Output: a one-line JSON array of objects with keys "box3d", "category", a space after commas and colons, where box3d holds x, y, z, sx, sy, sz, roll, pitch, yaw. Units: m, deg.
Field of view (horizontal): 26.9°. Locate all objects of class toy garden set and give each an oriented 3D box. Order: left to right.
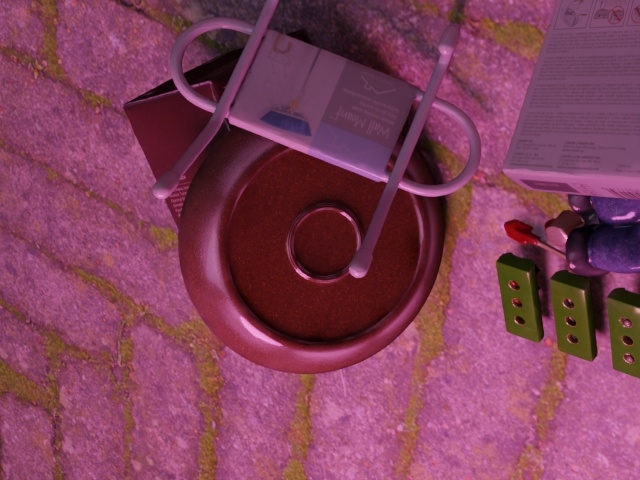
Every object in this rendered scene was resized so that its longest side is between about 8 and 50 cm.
[{"box3d": [0.299, 0.045, 1.401, 0.244, 0.049, 0.203, 19, 139, 35], "category": "toy garden set"}]

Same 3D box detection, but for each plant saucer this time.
[{"box3d": [0.000, 0.000, 1.473, 0.310, 0.311, 0.050, 67, 168, -14], "category": "plant saucer"}]

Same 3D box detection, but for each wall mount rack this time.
[{"box3d": [-0.010, -0.118, 1.361, 0.350, 0.304, 0.130, 21, 161, 3], "category": "wall mount rack"}]

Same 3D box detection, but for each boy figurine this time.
[{"box3d": [0.354, -0.027, 1.187, 0.285, 0.092, 0.177, -4, 80, 44], "category": "boy figurine"}]

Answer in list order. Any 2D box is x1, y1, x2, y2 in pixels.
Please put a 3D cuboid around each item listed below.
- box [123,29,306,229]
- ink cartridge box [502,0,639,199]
[{"box3d": [-0.088, -0.110, 1.570, 0.167, 0.168, 0.203, -8, 111, 46], "category": "box"}, {"box3d": [0.280, -0.154, 1.216, 0.066, 0.232, 0.189, 30, 166, -38], "category": "ink cartridge box"}]
